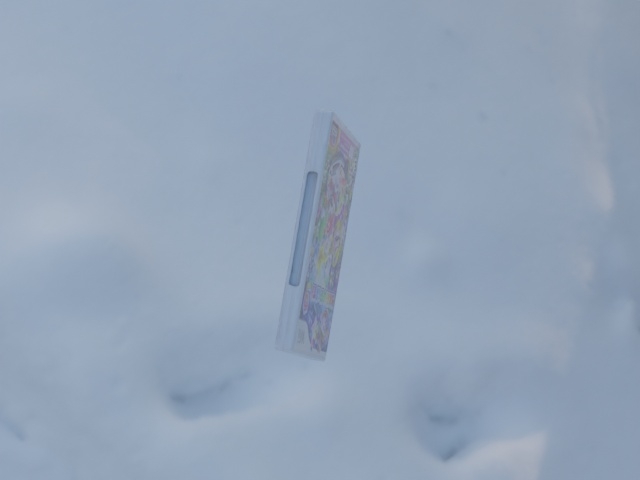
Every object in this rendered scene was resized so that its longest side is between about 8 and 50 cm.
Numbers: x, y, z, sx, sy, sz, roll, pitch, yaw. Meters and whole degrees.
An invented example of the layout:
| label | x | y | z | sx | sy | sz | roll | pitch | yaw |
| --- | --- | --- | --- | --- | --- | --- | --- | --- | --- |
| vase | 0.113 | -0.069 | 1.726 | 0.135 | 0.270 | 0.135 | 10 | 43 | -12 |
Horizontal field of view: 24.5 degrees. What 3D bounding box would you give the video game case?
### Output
| label | x | y | z | sx | sy | sz | roll | pitch | yaw |
| --- | --- | --- | --- | --- | --- | --- | --- | --- | --- |
| video game case | 0.000 | 0.000 | 0.767 | 0.011 | 0.087 | 0.122 | 9 | 84 | 12 |
